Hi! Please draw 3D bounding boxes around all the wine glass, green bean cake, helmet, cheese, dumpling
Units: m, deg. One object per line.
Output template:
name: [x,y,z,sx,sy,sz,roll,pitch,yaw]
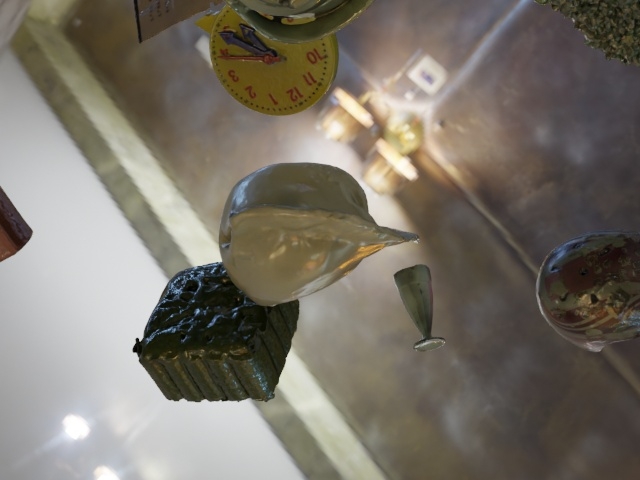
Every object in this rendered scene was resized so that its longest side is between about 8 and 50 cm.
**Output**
wine glass: [0.191,0.130,2.108,0.073,0.073,0.155,16,-127,-48]
green bean cake: [-0.179,0.157,1.993,0.250,0.247,0.156,-72,-30,-41]
helmet: [0.352,0.056,1.444,0.107,0.177,0.153,15,-129,-38]
cheese: [-0.599,-0.020,1.942,0.203,0.177,0.128,-40,-74,-33]
dumpling: [0.000,0.000,1.764,0.316,0.233,0.395,7,174,4]

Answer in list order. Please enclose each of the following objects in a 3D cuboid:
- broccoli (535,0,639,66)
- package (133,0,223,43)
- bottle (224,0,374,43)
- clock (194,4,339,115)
broccoli: [0.337,-0.404,1.222,0.353,0.275,0.397,68,-158,-66]
package: [-0.206,-0.437,1.709,0.062,0.204,0.251,41,-147,-43]
bottle: [-0.022,-0.379,1.436,0.229,0.229,0.351,40,-161,-4]
clock: [-0.105,-0.393,2.315,0.293,0.277,0.071,49,-149,-14]
